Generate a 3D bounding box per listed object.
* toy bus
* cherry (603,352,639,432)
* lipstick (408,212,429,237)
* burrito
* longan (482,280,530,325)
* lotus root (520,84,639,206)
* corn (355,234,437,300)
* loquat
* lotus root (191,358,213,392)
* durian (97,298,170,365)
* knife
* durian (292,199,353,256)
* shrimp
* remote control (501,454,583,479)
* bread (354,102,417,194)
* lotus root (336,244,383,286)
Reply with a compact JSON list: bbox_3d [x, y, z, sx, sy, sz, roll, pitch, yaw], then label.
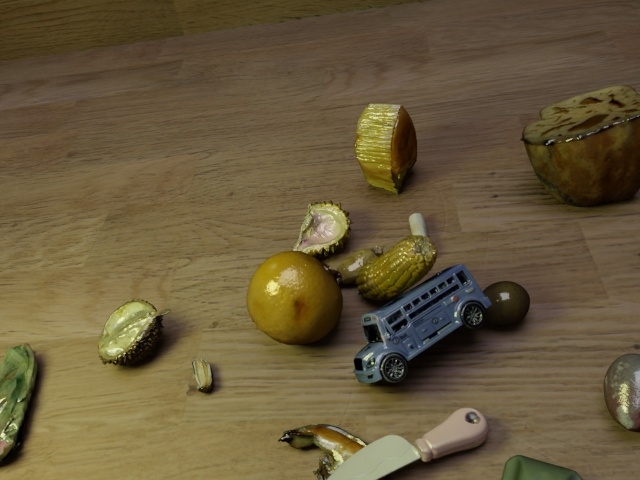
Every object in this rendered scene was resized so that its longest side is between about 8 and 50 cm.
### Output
[{"bbox_3d":[0.182,0.165,1.202,0.292,0.125,0.133,-29,86,-18],"label":"toy bus"},{"bbox_3d":[0.578,0.272,1.035,0.188,0.115,0.148,25,34,29],"label":"cherry"},{"bbox_3d":[0.244,-0.009,1.487,0.040,0.040,0.141,-9,41,4],"label":"lipstick"},{"bbox_3d":[-0.659,0.335,1.302,0.096,0.066,0.309,-16,38,-1],"label":"burrito"},{"bbox_3d":[0.376,0.131,1.261,0.113,0.113,0.092,-25,86,-14],"label":"longan"},{"bbox_3d":[0.640,-0.223,1.498,0.316,0.250,0.316,-15,32,10],"label":"lotus root"},{"bbox_3d":[0.158,0.057,1.271,0.101,0.292,0.101,6,68,-14],"label":"corn"},{"bbox_3d":[-0.050,0.119,1.288,0.208,0.208,0.208,-7,41,6],"label":"loquat"},{"bbox_3d":[-0.245,0.284,1.283,0.037,0.030,0.083,-14,42,-12],"label":"lotus root"},{"bbox_3d":[-0.402,0.208,1.357,0.188,0.091,0.148,-34,42,9],"label":"durian"},{"bbox_3d":[0.139,0.362,1.051,0.336,0.043,0.081,-15,36,-18],"label":"knife"},{"bbox_3d":[-0.005,0.004,1.514,0.140,0.078,0.224,24,62,19],"label":"durian"},{"bbox_3d":[-0.031,0.418,1.044,0.290,0.054,0.222,-22,43,-24],"label":"shrimp"},{"bbox_3d":[0.305,0.479,0.902,0.128,0.065,0.335,8,44,25],"label":"remote control"},{"bbox_3d":[0.179,-0.246,1.615,0.133,0.250,0.179,8,57,20],"label":"bread"},{"bbox_3d":[0.094,0.057,1.430,0.152,0.063,0.072,-35,26,-18],"label":"lotus root"}]
